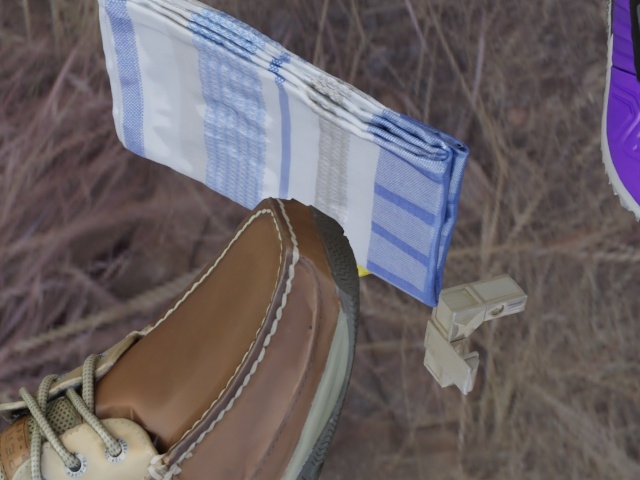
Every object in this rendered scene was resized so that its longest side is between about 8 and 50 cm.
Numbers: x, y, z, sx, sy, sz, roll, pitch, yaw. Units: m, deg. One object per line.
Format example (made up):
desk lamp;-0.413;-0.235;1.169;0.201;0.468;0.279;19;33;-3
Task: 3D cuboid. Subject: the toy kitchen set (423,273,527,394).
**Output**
toy kitchen set;0.139;0.088;1.351;0.075;0.068;0.083;-13;132;-24

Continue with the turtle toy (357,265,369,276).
turtle toy;0.000;0.000;1.315;0.130;0.095;0.066;-15;157;21

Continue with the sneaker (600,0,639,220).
sneaker;0.266;-0.150;1.192;0.102;0.293;0.146;-1;149;1

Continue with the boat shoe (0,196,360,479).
boat shoe;-0.097;0.118;0.745;0.120;0.122;0.324;21;114;-26

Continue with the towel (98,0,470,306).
towel;-0.033;-0.067;1.115;0.285;0.034;0.209;29;152;14
